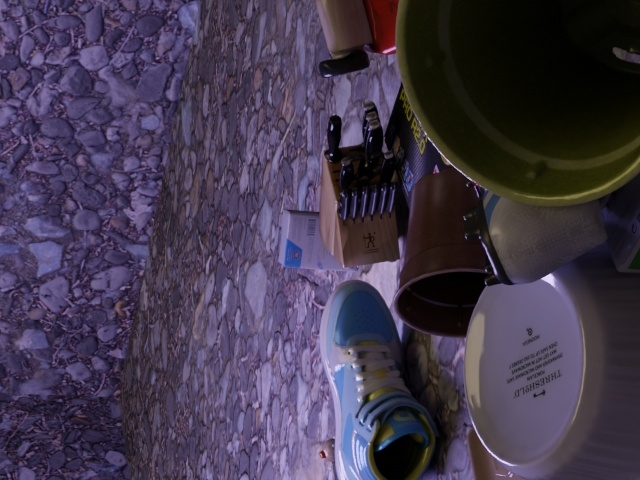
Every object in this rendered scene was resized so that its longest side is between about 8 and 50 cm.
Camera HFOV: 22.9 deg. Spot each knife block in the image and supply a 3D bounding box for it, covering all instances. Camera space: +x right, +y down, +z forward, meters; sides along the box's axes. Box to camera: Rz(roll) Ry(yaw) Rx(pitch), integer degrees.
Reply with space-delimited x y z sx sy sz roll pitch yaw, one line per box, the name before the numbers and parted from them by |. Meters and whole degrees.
knife block | 0.050 -0.091 2.318 0.275 0.088 0.242 -130 32 -75

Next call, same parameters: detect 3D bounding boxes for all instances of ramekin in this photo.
ramekin | 0.255 0.127 1.615 0.273 0.127 0.272 -22 65 59

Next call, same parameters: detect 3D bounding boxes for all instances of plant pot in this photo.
plant pot | 0.172 0.009 1.942 0.167 0.167 0.165 120 156 -54
plant pot | 0.250 -0.204 1.484 0.276 0.254 0.276 16 120 29

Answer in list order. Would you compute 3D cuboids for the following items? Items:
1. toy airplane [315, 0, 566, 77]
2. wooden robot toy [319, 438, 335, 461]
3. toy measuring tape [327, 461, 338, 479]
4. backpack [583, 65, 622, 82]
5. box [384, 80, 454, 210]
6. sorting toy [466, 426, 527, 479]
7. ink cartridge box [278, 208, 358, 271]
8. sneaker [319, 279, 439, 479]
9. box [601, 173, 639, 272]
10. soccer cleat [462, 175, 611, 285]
toy airplane | 0.192 -0.293 1.801 0.384 0.272 0.386 46 133 26
wooden robot toy | 0.040 0.317 2.376 0.173 0.079 0.076 105 147 -61
toy measuring tape | 0.030 0.457 2.378 0.330 0.121 0.121 -103 23 -64
backpack | 0.290 -0.130 1.651 0.105 0.114 0.084 130 160 -64
box | 0.166 -0.142 2.135 0.270 0.060 0.216 -106 25 -47
sorting toy | 0.255 0.299 1.810 0.229 0.041 0.307 123 147 -49
ink cartridge box | 0.000 0.000 2.533 0.052 0.122 0.088 -149 65 -75
sneaker | 0.089 0.204 2.211 0.208 0.127 0.319 154 108 -72
box | 0.332 -0.034 1.541 0.101 0.087 0.102 111 155 -45
soccer cleat | 0.222 -0.050 1.601 0.331 0.143 0.116 -82 -30 -66
